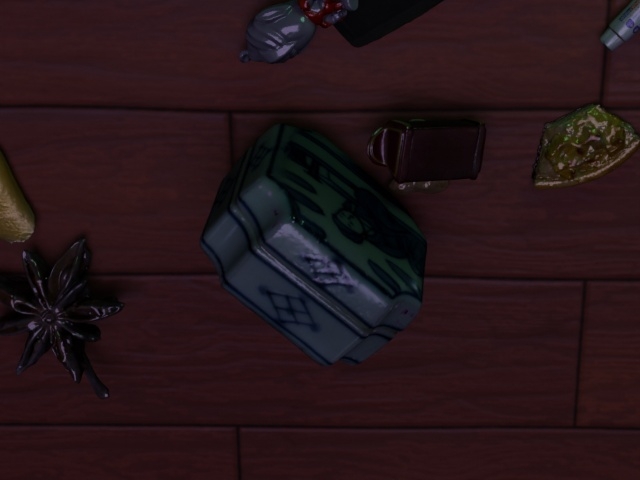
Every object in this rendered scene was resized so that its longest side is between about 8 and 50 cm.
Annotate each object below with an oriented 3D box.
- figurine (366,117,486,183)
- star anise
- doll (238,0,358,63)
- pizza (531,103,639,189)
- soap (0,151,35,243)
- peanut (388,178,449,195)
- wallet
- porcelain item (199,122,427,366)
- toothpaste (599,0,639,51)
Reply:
[{"bbox_3d":[0.132,-0.132,2.008,0.154,0.098,0.082,-3,119,-19],"label":"figurine"},{"bbox_3d":[-0.368,0.113,2.144,0.209,0.089,0.231,0,109,15],"label":"star anise"},{"bbox_3d":[-0.032,-0.280,1.957,0.180,0.079,0.094,-28,141,23],"label":"doll"},{"bbox_3d":[0.352,-0.124,2.040,0.160,0.036,0.099,-24,112,12],"label":"pizza"},{"bbox_3d":[-0.461,-0.069,2.093,0.089,0.033,0.168,-19,112,13],"label":"soap"},{"bbox_3d":[0.134,-0.079,2.069,0.083,0.037,0.037,-8,114,3],"label":"peanut"},{"bbox_3d":[0.045,-0.374,1.933,0.169,0.052,0.245,-29,113,19],"label":"wallet"},{"bbox_3d":[0.000,0.000,1.975,0.281,0.286,0.157,39,115,-12],"label":"porcelain item"},{"bbox_3d":[0.447,-0.328,1.949,0.052,0.033,0.218,39,107,-19],"label":"toothpaste"}]
